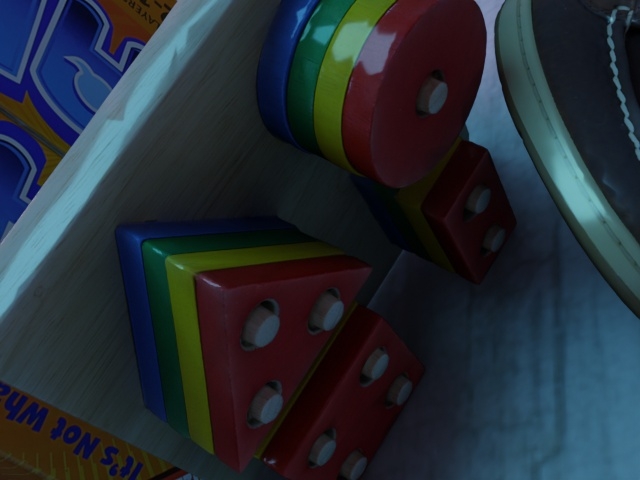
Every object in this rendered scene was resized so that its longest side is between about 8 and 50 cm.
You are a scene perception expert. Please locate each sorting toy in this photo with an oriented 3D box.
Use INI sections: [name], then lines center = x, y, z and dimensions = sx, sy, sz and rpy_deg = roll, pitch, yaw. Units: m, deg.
[sorting toy]
center = 0.000, 0.000, 0.488
dimensions = 0.089, 0.255, 0.257
rpy_deg = 28, 78, 29

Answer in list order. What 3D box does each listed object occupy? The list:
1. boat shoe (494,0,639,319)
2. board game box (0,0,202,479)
[boat shoe]
center = 0.171, -0.109, 0.510
dimensions = 0.123, 0.123, 0.342
rpy_deg = -28, 33, 31
[board game box]
center = -0.282, 0.000, 0.699
dimensions = 0.356, 0.356, 0.356
rpy_deg = -20, 45, 37
